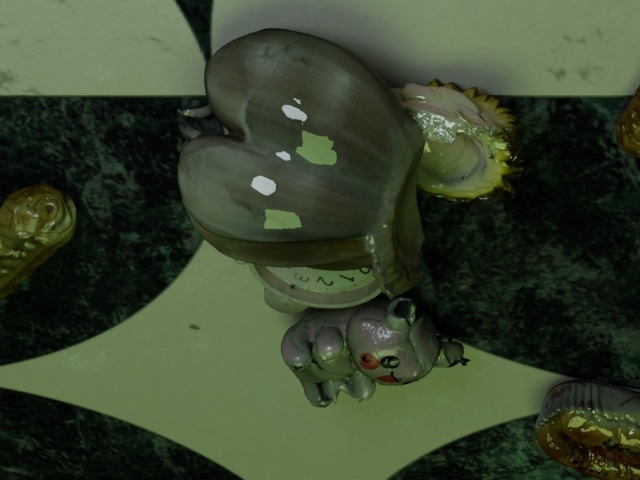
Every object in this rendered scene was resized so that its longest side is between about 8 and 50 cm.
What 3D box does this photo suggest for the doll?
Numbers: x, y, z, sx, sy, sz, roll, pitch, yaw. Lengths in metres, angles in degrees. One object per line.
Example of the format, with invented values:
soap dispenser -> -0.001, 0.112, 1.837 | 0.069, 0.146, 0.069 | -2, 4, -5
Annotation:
doll -> 0.050, 0.116, 2.159 | 0.192, 0.095, 0.149 | -10, 145, 20

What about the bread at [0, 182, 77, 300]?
bread -> -0.375, 0.042, 2.155 | 0.084, 0.077, 0.367 | 29, 137, -23

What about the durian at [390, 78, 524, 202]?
durian -> 0.092, -0.114, 1.875 | 0.224, 0.078, 0.140 | 23, 153, 9

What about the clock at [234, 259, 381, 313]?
clock -> 0.000, 0.000, 2.046 | 0.156, 0.063, 0.229 | 21, 138, -12

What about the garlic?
garlic -> -0.024, -0.074, 1.851 | 0.292, 0.210, 0.237 | 23, 176, 13

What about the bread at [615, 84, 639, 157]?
bread -> 0.314, -0.132, 1.825 | 0.052, 0.044, 0.157 | 17, 142, -2

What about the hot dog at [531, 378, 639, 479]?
hot dog -> 0.370, 0.233, 2.267 | 0.268, 0.075, 0.144 | 12, 140, -9
